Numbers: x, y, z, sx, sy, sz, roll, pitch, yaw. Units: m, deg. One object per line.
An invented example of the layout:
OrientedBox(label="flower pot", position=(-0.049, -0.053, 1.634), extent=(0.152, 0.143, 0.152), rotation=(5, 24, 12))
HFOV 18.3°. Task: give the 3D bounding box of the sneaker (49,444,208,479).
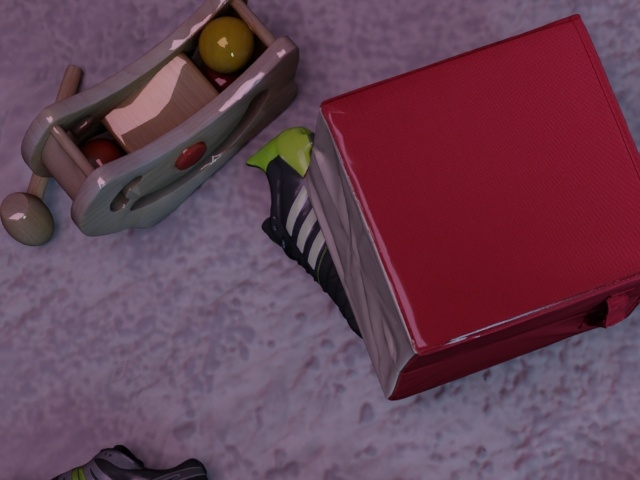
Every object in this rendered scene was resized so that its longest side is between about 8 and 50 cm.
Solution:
OrientedBox(label="sneaker", position=(-0.170, 0.197, 1.524), extent=(0.188, 0.067, 0.078), rotation=(-3, 60, 15))

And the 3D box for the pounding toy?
OrientedBox(label="pounding toy", position=(-0.159, -0.104, 1.511), extent=(0.269, 0.154, 0.155), rotation=(-42, 75, 4))

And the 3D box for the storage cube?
OrientedBox(label="storage cube", position=(0.111, -0.019, 1.391), extent=(0.193, 0.184, 0.215), rotation=(-20, 78, -9))

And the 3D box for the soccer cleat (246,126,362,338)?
OrientedBox(label="soccer cleat", position=(0.000, 0.000, 1.512), extent=(0.072, 0.060, 0.179), rotation=(-29, 74, 24))
